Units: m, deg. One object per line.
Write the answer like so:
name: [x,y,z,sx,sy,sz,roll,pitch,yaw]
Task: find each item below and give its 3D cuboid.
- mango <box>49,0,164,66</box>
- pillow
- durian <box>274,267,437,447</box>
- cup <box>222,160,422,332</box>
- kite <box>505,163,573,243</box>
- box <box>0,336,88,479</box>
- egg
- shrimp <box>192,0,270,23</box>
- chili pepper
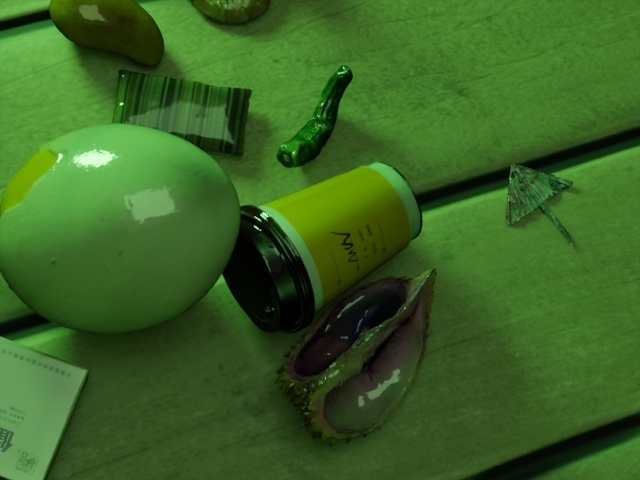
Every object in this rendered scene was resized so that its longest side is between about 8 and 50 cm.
mango: [-0.318,-0.328,1.878,0.184,0.085,0.102,22,69,-8]
pillow: [-0.210,-0.192,1.876,0.203,0.038,0.113,9,73,-7]
durian: [0.057,0.177,1.755,0.260,0.154,0.186,-27,101,-24]
cup: [0.000,0.000,1.778,0.280,0.196,0.196,-30,79,-26]
kite: [0.344,-0.059,1.951,0.139,0.011,0.156,-34,79,-16]
box: [-0.465,0.214,1.674,0.261,0.062,0.175,21,69,-4]
egg: [-0.264,-0.016,1.654,0.283,0.345,0.283,16,70,-52]
shrimp: [-0.180,-0.415,1.953,0.217,0.051,0.115,26,71,-4]
chili pepper: [-0.003,-0.181,1.892,0.050,0.073,0.182,22,73,22]
